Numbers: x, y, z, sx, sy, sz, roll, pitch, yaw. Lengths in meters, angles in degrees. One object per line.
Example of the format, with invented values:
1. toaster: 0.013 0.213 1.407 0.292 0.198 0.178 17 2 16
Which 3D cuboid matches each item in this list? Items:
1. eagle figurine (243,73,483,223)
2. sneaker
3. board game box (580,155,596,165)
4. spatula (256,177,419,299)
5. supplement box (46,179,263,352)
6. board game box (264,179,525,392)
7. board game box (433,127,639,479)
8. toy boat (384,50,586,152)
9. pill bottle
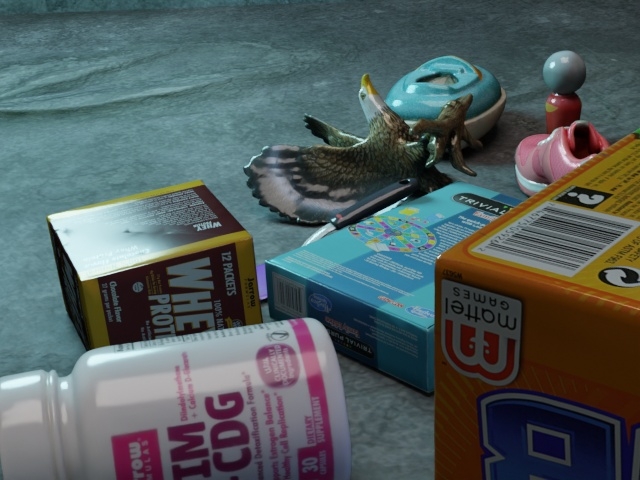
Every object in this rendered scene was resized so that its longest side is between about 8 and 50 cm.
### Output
1. eagle figurine: 0.076 -0.122 1.671 0.298 0.225 0.226 -22 -34 35
2. sneaker: 0.351 -0.109 1.613 0.116 0.136 0.314 -5 24 -7
3. board game box: 0.406 -0.018 1.208 0.224 0.097 0.303 -23 26 17
4. spatula: 0.000 0.000 1.464 0.296 0.030 0.084 -33 32 -10
5. supplement box: -0.188 0.041 1.336 0.191 0.129 0.194 -15 27 -18
6. board game box: 0.146 0.040 1.371 0.336 0.079 0.254 -22 30 -37
7. board game box: 0.318 0.147 0.767 0.356 0.356 0.357 16 30 36
8. toy boat: 0.262 -0.234 1.891 0.318 0.148 0.267 5 25 18
9. pill bottle: -0.126 0.164 1.024 0.283 0.160 0.160 -8 24 -10
